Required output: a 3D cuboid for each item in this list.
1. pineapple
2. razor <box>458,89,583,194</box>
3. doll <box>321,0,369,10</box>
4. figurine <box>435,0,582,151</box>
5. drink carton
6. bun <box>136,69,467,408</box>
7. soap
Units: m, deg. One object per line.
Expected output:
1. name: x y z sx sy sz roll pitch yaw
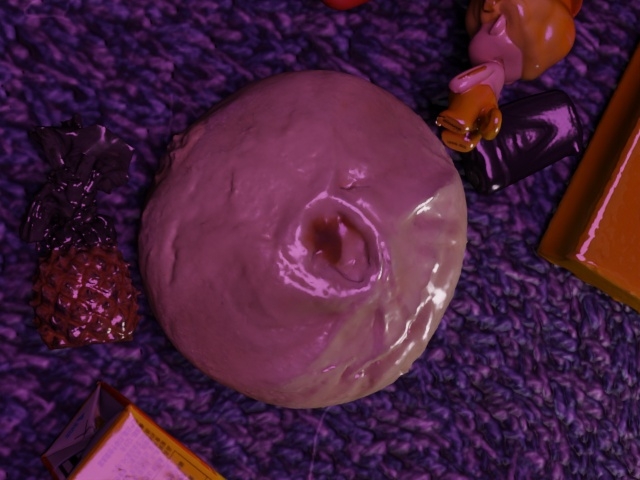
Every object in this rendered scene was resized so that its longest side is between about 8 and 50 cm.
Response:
1. pineapple: -0.245 -0.012 1.418 0.119 0.111 0.237 -8 91 -50
2. razor: 0.230 -0.117 1.609 0.148 0.054 0.090 -23 102 -18
3. doll: 0.127 -0.326 1.500 0.290 0.161 0.130 -19 121 2
4. figurine: 0.202 -0.209 1.541 0.246 0.131 0.156 -62 155 -21
5. drink carton: -0.116 0.303 1.456 0.351 0.154 0.111 41 80 -18
6. bun: -0.002 0.001 1.455 0.364 0.202 0.364 -1 92 -19
7. soap: 0.418 -0.079 1.661 0.204 0.096 0.324 28 84 -20
